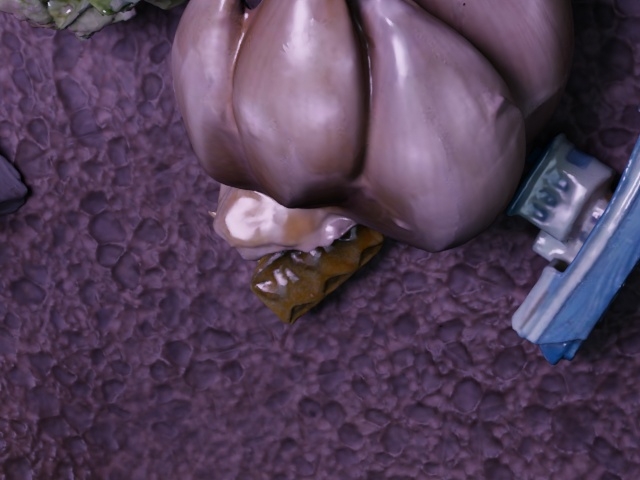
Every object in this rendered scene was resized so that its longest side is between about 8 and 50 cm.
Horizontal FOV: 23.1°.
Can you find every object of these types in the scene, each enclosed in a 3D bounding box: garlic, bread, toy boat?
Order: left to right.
[{"bbox_3d":[0.000,0.000,1.089,0.110,0.060,0.066,-42,59,18],"label":"bread"},{"bbox_3d":[0.032,-0.104,0.961,0.237,0.210,0.292,23,149,-6],"label":"garlic"},{"bbox_3d":[0.177,-0.027,1.024,0.102,0.088,0.215,34,108,9],"label":"toy boat"}]

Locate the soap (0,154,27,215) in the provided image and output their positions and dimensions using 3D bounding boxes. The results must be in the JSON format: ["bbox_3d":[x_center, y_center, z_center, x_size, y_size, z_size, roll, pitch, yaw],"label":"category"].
[{"bbox_3d":[-0.409,-0.049,1.133,0.302,0.159,0.258,-34,94,19],"label":"soap"}]

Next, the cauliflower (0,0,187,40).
[{"bbox_3d":[-0.115,-0.221,0.967,0.256,0.239,0.315,-39,46,19],"label":"cauliflower"}]
